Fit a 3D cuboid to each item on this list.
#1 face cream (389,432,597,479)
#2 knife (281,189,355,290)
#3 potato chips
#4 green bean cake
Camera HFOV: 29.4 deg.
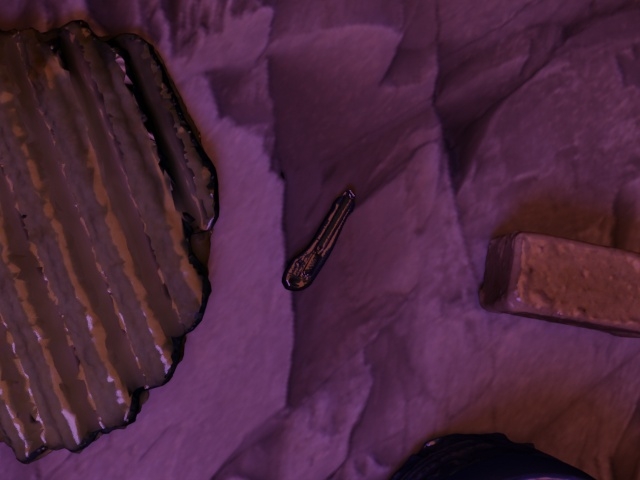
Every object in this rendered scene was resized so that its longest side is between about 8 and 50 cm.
[{"bbox_3d":[0.173,0.318,1.148,0.249,0.225,0.248,0,90,-9],"label":"face cream"},{"bbox_3d":[0.000,0.000,1.243,0.031,0.018,0.121,32,81,-7],"label":"knife"},{"bbox_3d":[-0.270,-0.009,1.182,0.359,0.070,0.429,-19,89,-6],"label":"potato chips"},{"bbox_3d":[0.259,0.045,1.232,0.179,0.109,0.085,10,85,-8],"label":"green bean cake"}]
